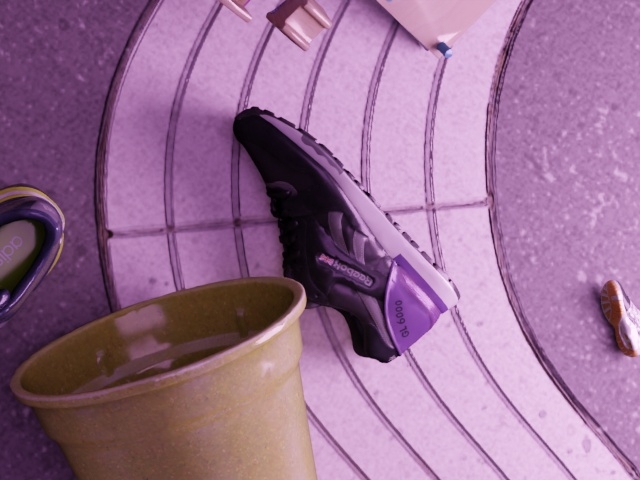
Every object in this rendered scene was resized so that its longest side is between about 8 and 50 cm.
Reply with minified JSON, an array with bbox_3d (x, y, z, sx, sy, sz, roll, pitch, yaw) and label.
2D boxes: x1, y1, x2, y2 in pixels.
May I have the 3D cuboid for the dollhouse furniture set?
[{"bbox_3d":[0.048,-0.308,1.901,0.286,0.198,0.303,-47,132,9],"label":"dollhouse furniture set"}]

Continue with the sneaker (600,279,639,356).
[{"bbox_3d":[0.316,0.077,1.972,0.037,0.032,0.083,-24,98,-29],"label":"sneaker"}]

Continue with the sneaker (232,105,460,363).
[{"bbox_3d":[0.000,0.000,1.853,0.124,0.107,0.283,-45,99,-7],"label":"sneaker"}]

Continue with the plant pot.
[{"bbox_3d":[-0.111,0.200,1.746,0.276,0.276,0.254,-20,103,-15],"label":"plant pot"}]

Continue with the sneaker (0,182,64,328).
[{"bbox_3d":[-0.342,0.067,1.744,0.111,0.121,0.300,39,79,-10],"label":"sneaker"}]
